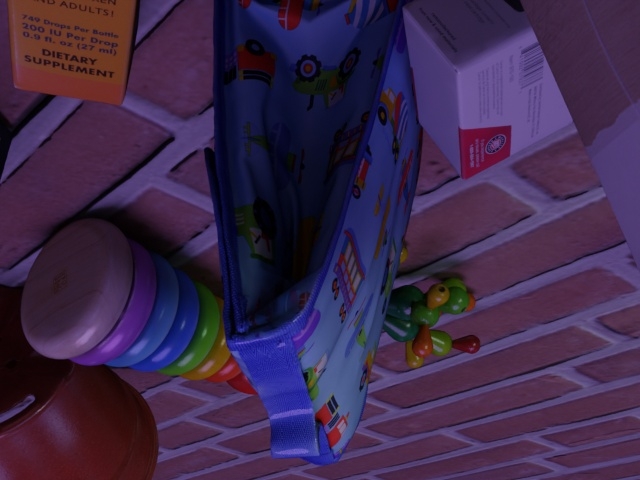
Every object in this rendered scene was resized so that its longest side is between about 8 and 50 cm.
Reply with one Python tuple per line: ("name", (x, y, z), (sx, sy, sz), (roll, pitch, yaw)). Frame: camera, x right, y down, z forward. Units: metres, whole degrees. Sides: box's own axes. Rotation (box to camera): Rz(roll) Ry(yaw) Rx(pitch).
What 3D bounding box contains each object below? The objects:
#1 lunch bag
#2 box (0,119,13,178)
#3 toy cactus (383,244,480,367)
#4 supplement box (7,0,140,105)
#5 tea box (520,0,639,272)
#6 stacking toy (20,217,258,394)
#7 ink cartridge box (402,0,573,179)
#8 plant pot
("lunch bag", (0.000, 0.000, 0.559), (0.138, 0.293, 0.221), (-1, 149, 7))
("box", (-0.375, -0.020, 0.515), (0.178, 0.344, 0.313), (-3, 148, 10))
("toy cactus", (0.071, 0.077, 0.896), (0.180, 0.112, 0.219), (-1, 160, 27))
("supplement box", (-0.137, -0.180, 0.481), (0.078, 0.080, 0.233), (8, 148, -12))
("tea box", (0.294, -0.131, 0.283), (0.323, 0.220, 0.329), (-4, 157, -32))
("stacking toy", (-0.153, 0.099, 0.924), (0.141, 0.141, 0.330), (-16, 149, 31))
("ink cartridge box", (0.133, -0.119, 0.510), (0.150, 0.063, 0.109), (-28, 148, -5))
("plant pot", (-0.356, 0.209, 1.019), (0.272, 0.273, 0.265), (1, 142, 5))
